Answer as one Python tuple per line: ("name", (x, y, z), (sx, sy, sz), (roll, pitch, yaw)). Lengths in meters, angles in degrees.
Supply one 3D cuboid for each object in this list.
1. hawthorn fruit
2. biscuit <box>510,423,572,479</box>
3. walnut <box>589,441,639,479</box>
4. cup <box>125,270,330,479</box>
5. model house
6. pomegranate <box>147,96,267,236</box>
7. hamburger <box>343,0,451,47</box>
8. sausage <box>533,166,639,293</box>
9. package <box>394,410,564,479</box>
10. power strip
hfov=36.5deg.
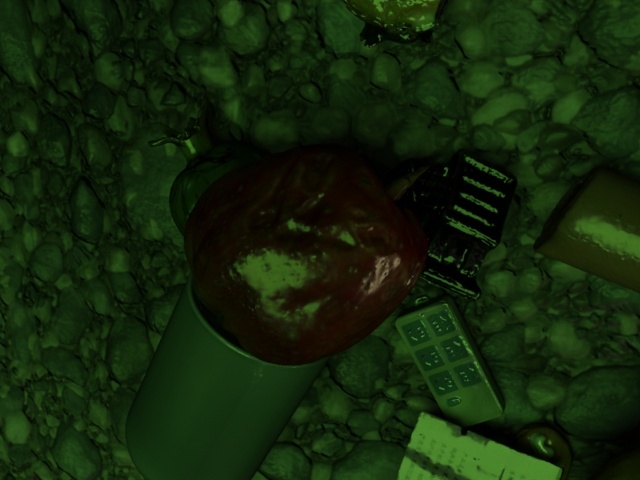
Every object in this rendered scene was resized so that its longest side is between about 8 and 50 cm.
("hawthorn fruit", (-0.019, 0.015, 1.085), (0.262, 0.258, 0.258), (-28, 99, 33))
("biscuit", (0.203, 0.384, 1.339), (0.340, 0.047, 0.216), (-19, 101, 23))
("walnut", (0.440, 0.372, 1.126), (0.306, 0.306, 0.343), (8, 121, 16))
("cup", (-0.132, 0.191, 1.284), (0.205, 0.205, 0.312), (33, 121, 5))
("model house", (0.149, -0.038, 1.169), (0.165, 0.106, 0.152), (25, 117, 3))
("pomegranate", (-0.133, -0.083, 1.235), (0.152, 0.131, 0.191), (-24, 89, 15))
("hamburger", (0.088, -0.372, 1.054), (0.211, 0.132, 0.308), (27, 115, 8))
("sausage", (0.382, 0.005, 1.099), (0.253, 0.123, 0.123), (22, 114, 9))
("package", (0.186, 0.371, 1.281), (0.204, 0.062, 0.250), (19, 112, 10))
("power strip", (0.171, 0.161, 1.274), (0.081, 0.035, 0.192), (-24, 100, 24))
